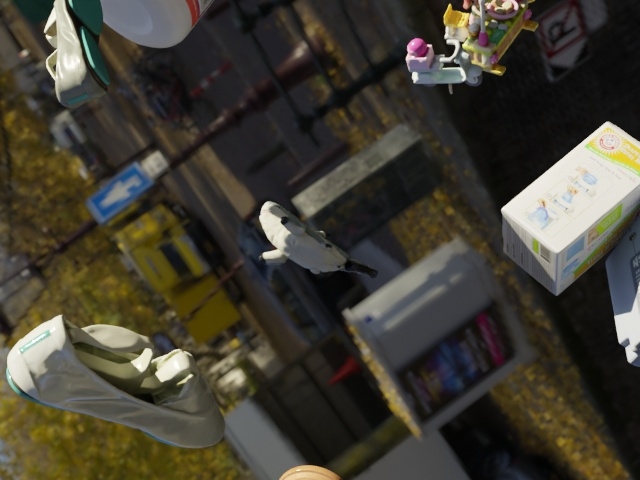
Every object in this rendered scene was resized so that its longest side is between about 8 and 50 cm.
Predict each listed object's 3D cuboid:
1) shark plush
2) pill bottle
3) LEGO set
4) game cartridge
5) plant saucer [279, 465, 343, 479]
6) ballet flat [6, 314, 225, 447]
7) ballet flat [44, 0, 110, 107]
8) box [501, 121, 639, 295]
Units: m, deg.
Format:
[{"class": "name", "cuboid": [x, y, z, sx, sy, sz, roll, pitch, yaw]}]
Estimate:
[{"class": "shark plush", "cuboid": [0.000, 0.000, 1.363, 0.067, 0.161, 0.073, -78, 4, -58]}, {"class": "pill bottle", "cuboid": [-0.178, -0.426, 1.482, 0.181, 0.323, 0.181, 27, 156, 13]}, {"class": "LEGO set", "cuboid": [0.175, -0.293, 1.220, 0.107, 0.132, 0.287, 78, -161, -49]}, {"class": "game cartridge", "cuboid": [0.470, 0.002, 1.366, 0.062, 0.198, 0.297, 24, 135, -15]}, {"class": "plant saucer", "cuboid": [-0.006, 0.258, 1.081, 0.083, 0.083, 0.013, 57, -153, -12]}, {"class": "ballet flat", "cuboid": [-0.254, 0.202, 1.582, 0.400, 0.139, 0.139, 26, -166, -44]}, {"class": "ballet flat", "cuboid": [-0.290, -0.235, 1.283, 0.072, 0.068, 0.213, 51, -163, -46]}, {"class": "box", "cuboid": [0.351, -0.043, 1.482, 0.103, 0.203, 0.114, 43, 164, 30]}]
